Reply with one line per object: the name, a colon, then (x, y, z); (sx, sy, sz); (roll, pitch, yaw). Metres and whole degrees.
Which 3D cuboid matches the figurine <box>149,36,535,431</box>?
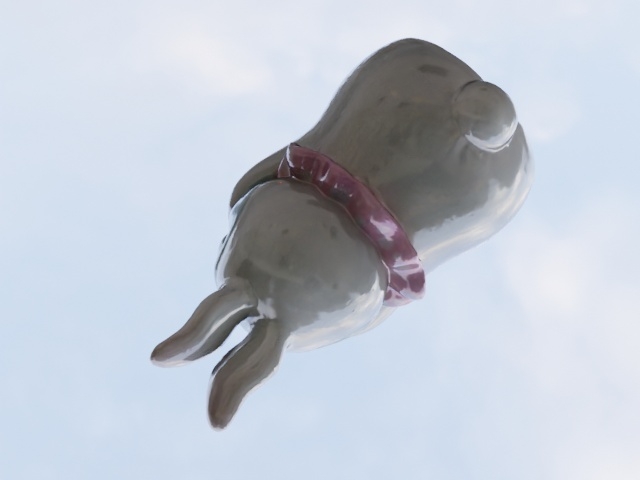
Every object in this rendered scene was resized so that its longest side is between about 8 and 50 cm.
figurine: (0.000, 0.000, 0.987); (0.235, 0.127, 0.155); (-42, -160, -9)
